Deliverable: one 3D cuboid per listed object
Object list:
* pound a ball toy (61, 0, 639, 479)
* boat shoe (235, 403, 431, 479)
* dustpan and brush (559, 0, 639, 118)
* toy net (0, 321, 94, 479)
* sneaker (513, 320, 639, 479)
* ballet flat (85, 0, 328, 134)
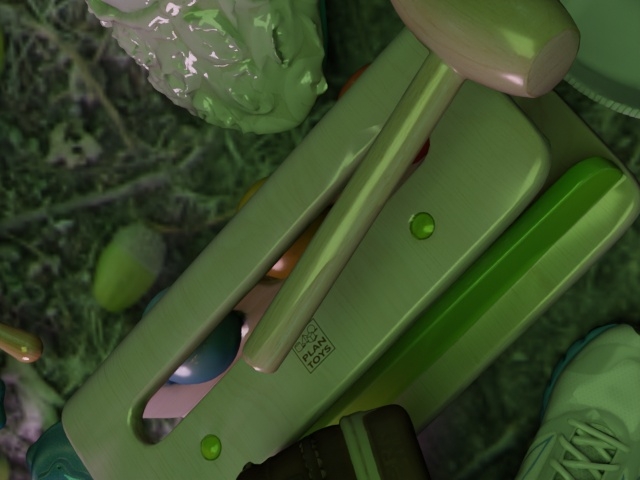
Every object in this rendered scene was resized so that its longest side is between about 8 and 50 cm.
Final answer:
[{"bbox_3d":[0.000,0.000,0.640,0.319,0.208,0.136,-48,62,18],"label":"pound a ball toy"},{"bbox_3d":[0.007,0.151,0.657,0.095,0.257,0.095,-18,57,-3],"label":"boat shoe"},{"bbox_3d":[0.184,-0.090,0.603,0.211,0.060,0.147,48,122,22],"label":"dustpan and brush"},{"bbox_3d":[-0.200,0.076,0.793,0.122,0.045,0.232,-30,91,20],"label":"toy net"},{"bbox_3d":[0.125,0.131,0.699,0.071,0.083,0.191,26,105,10],"label":"sneaker"},{"bbox_3d":[-0.117,-0.236,0.657,0.147,0.147,0.409,-15,94,17],"label":"ballet flat"}]
